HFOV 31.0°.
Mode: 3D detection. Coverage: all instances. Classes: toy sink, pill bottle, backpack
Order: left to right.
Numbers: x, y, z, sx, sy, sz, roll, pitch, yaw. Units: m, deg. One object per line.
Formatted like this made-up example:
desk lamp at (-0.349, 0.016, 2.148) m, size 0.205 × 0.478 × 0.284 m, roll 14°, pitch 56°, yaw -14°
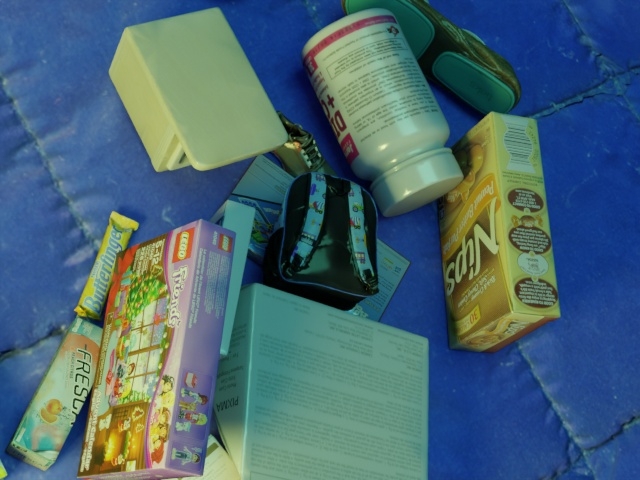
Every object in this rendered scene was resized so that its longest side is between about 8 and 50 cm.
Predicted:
toy sink at (-0.174, -0.187, 1.628) m, size 0.153 × 0.131 × 0.234 m, roll -21°, pitch 74°, yaw -30°
backpack at (0.000, 0.000, 1.603) m, size 0.158 × 0.117 × 0.173 m, roll 12°, pitch 65°, yaw -20°
pill bottle at (0.095, -0.190, 1.736) m, size 0.160 × 0.160 × 0.283 m, roll -18°, pitch 77°, yaw -30°

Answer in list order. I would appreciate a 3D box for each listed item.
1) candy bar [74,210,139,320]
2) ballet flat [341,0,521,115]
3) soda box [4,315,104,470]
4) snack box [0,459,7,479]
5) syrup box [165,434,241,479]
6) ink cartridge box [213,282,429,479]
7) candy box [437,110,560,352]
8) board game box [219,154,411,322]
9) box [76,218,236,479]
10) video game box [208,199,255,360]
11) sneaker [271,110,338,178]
candy bar at (-0.287, 0.036, 1.546) m, size 0.040 × 0.018 × 0.161 m, roll 24°, pitch 60°, yaw -14°
ballet flat at (0.186, -0.329, 1.879) m, size 0.342 × 0.116 × 0.124 m, roll 30°, pitch 39°, yaw -11°
soda box at (-0.322, 0.189, 1.437) m, size 0.058 × 0.063 × 0.183 m, roll 28°, pitch 60°, yaw -12°
snack box at (-0.489, 0.224, 1.340) m, size 0.175 × 0.070 × 0.207 m, roll -22°, pitch 80°, yaw -30°
syrup box at (-0.108, 0.367, 1.443) m, size 0.096 × 0.093 × 0.237 m, roll -40°, pitch 89°, yaw -32°
ink cartridge box at (0.001, 0.277, 1.498) m, size 0.308 × 0.091 × 0.384 m, roll 20°, pitch 62°, yaw -34°
candy box at (0.257, -0.009, 1.720) m, size 0.088 × 0.183 × 0.316 m, roll 8°, pitch 66°, yaw -21°
board game box at (-0.012, 0.008, 1.680) m, size 0.281 × 0.027 × 0.145 m, roll 36°, pitch 58°, yaw -7°
box at (-0.196, 0.137, 1.374) m, size 0.057 × 0.201 × 0.293 m, roll 21°, pitch 65°, yaw -35°
video game box at (-0.151, 0.074, 1.493) m, size 0.048 × 0.187 × 0.205 m, roll 17°, pitch 62°, yaw -16°
sneaker at (-0.027, -0.128, 1.708) m, size 0.158 × 0.065 × 0.061 m, roll 42°, pitch 58°, yaw -3°
